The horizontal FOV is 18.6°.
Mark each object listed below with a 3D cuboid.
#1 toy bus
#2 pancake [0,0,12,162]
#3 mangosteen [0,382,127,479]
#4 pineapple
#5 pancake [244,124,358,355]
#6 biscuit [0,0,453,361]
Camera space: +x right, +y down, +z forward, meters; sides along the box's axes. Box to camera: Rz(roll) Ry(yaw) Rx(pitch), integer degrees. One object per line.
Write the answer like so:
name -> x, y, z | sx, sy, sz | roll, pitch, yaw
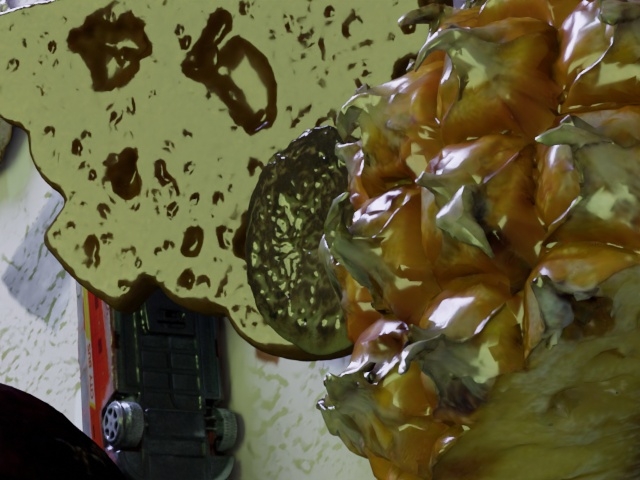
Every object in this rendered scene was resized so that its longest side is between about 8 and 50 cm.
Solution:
toy bus -> -0.099, 0.067, 1.116 | 0.077, 0.079, 0.174 | -32, 57, 53
pancake -> -0.294, -0.116, 1.417 | 0.212, 0.056, 0.257 | -44, 49, 36
mangosteen -> -0.200, 0.193, 1.037 | 0.265, 0.228, 0.228 | 101, 163, -67
pineapple -> 0.061, -0.029, 0.830 | 0.344, 0.209, 0.286 | -55, 44, 29
pancake -> -0.001, 0.000, 0.974 | 0.115, 0.011, 0.115 | -4, 83, 41
biscuit -> -0.033, -0.087, 1.033 | 0.278, 0.043, 0.301 | 46, 106, 15
